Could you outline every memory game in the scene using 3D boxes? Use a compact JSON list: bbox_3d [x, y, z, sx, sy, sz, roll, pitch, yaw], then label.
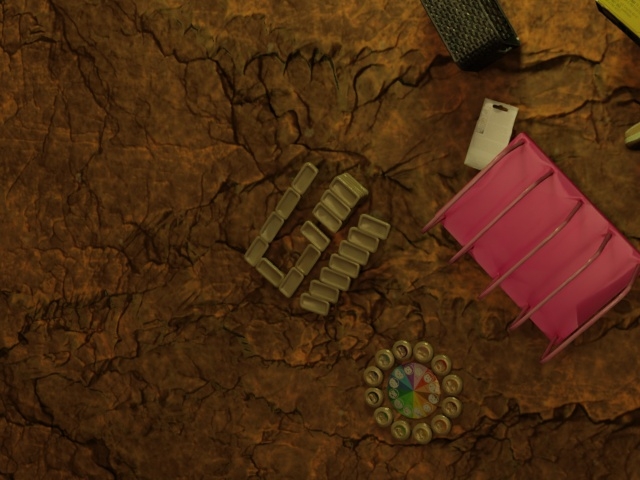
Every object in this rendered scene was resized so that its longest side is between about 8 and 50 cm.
[{"bbox_3d":[0.159,0.262,2.077,0.186,0.012,0.186,3,97,24],"label":"memory game"}]

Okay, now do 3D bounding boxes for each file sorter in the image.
[{"bbox_3d":[0.326,0.014,1.861,0.290,0.182,0.202,47,113,5],"label":"file sorter"}]

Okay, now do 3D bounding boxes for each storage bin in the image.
[{"bbox_3d":[0.228,-0.365,1.907,0.084,0.122,0.180,-32,83,24],"label":"storage bin"}]

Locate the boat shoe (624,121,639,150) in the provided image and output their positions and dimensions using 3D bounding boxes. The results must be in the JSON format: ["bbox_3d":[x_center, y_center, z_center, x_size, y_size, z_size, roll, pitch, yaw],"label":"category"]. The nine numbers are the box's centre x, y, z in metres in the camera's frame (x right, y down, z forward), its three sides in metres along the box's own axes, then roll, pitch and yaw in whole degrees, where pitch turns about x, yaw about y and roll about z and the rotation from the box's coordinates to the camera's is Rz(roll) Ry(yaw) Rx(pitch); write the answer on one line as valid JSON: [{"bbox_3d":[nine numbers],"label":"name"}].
[{"bbox_3d":[0.545,-0.201,1.824,0.190,0.068,0.072,-24,74,15],"label":"boat shoe"}]

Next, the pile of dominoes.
[{"bbox_3d":[0.000,0.000,2.116,0.196,0.040,0.251,43,119,13],"label":"pile of dominoes"}]

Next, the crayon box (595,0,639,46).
[{"bbox_3d":[0.585,-0.396,1.746,0.318,0.081,0.202,-46,76,11],"label":"crayon box"}]

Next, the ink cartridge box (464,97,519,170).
[{"bbox_3d":[0.282,-0.169,1.959,0.063,0.029,0.115,21,104,20],"label":"ink cartridge box"}]
